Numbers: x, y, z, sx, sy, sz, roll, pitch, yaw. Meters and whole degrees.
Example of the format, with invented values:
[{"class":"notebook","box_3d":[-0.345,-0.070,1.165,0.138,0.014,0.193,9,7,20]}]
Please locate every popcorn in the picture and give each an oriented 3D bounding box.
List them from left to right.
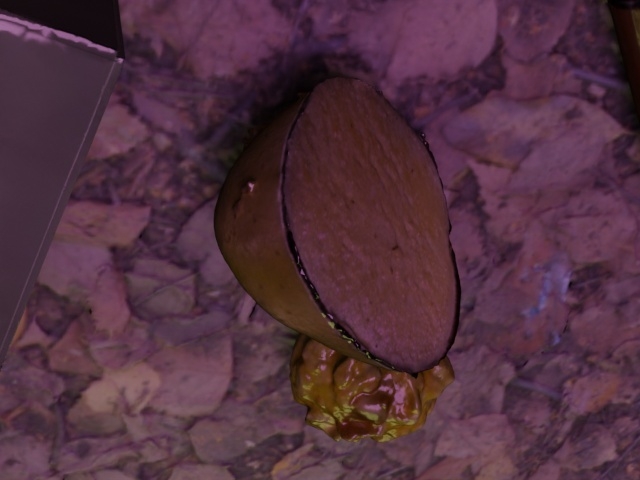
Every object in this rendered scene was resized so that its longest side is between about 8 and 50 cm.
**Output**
[{"class":"popcorn","box_3d":[0.032,0.105,0.775,0.121,0.116,0.106,21,103,-49]}]

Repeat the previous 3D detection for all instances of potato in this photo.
[{"class":"potato","box_3d":[0.000,0.000,0.696,0.117,0.182,0.202,-14,140,34]}]

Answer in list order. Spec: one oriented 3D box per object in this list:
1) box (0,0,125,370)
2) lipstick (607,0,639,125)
[{"class":"box","box_3d":[-0.196,-0.051,0.613,0.086,0.129,0.225,18,116,-23]},{"class":"lipstick","box_3d":[0.282,-0.044,0.778,0.057,0.057,0.356,-25,123,2]}]
